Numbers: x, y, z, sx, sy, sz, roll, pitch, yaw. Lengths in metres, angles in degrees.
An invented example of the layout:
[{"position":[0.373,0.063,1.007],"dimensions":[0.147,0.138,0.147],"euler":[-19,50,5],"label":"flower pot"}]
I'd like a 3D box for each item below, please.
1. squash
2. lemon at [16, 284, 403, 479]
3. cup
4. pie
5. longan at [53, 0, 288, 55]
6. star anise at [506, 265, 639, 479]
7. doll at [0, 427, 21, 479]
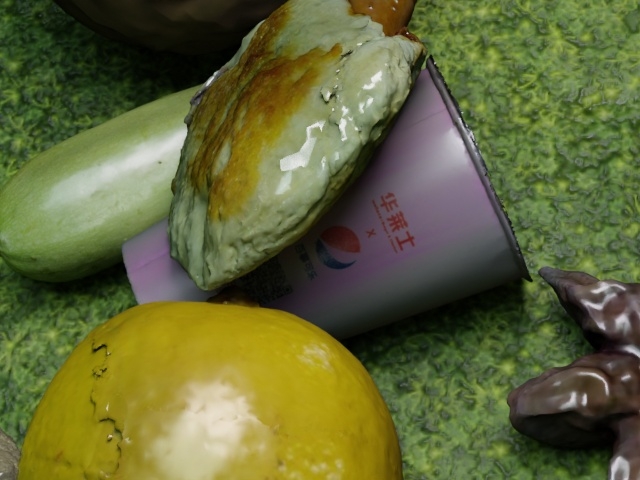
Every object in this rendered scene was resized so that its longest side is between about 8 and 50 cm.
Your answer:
[{"position":[-0.102,-0.072,1.622],"dimensions":[0.370,0.118,0.118],"euler":[-26,63,-8],"label":"squash"},{"position":[-0.080,0.190,1.389],"dimensions":[0.297,0.297,0.297],"euler":[-4,63,7],"label":"lemon"},{"position":[0.000,0.000,1.539],"dimensions":[0.288,0.203,0.203],"euler":[-25,62,3],"label":"cup"},{"position":[-0.026,-0.084,1.443],"dimensions":[0.257,0.105,0.274],"euler":[-37,25,26],"label":"pie"},{"position":[-0.092,-0.339,1.613],"dimensions":[0.391,0.391,0.391],"euler":[-4,63,7],"label":"longan"},{"position":[0.296,0.100,1.474],"dimensions":[0.315,0.108,0.315],"euler":[-4,70,11],"label":"star anise"},{"position":[-0.278,0.185,1.537],"dimensions":[0.286,0.091,0.202],"euler":[37,43,13],"label":"doll"}]
